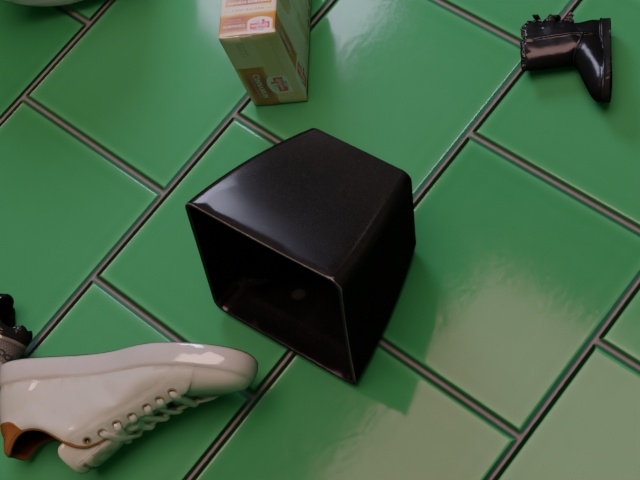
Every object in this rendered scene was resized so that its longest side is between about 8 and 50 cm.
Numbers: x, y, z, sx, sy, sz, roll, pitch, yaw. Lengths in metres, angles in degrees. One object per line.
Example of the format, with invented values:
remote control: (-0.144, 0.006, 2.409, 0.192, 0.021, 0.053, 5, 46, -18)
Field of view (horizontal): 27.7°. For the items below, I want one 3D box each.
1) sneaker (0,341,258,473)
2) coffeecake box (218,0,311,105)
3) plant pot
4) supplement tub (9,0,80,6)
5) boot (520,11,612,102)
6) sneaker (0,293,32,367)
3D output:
sneaker: (-0.197, 0.176, 1.333, 0.290, 0.106, 0.123, -9, 68, 20)
coffeecake box: (-0.060, -0.271, 1.487, 0.068, 0.142, 0.186, -5, 63, 13)
plant pot: (0.000, 0.000, 1.325, 0.188, 0.187, 0.167, 28, 62, 25)
supplement tub: (-0.350, -0.484, 1.611, 0.241, 0.241, 0.331, -14, 62, 7)
boot: (0.269, -0.198, 1.423, 0.099, 0.045, 0.121, -1, 57, 11)
sneaker: (-0.380, 0.077, 1.444, 0.075, 0.063, 0.170, -42, 67, -8)
